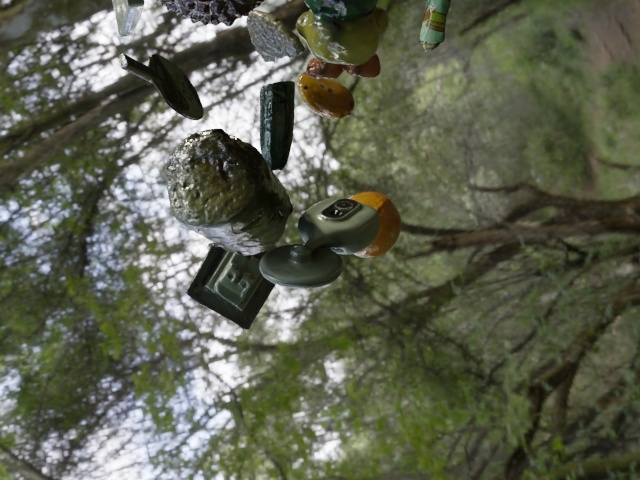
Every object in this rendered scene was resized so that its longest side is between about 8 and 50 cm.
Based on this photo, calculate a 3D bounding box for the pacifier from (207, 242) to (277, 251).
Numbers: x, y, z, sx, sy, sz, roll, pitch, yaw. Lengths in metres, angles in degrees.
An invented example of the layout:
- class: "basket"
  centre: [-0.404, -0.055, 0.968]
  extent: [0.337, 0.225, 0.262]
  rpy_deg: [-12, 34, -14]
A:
- class: "pacifier"
  centre: [-0.208, 0.099, 2.409]
  extent: [0.238, 0.226, 0.287]
  rpy_deg: [31, -166, 16]

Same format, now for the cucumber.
- class: "cucumber"
  centre: [-0.128, -0.308, 2.333]
  extent: [0.063, 0.115, 0.244]
  rpy_deg: [-5, -86, -49]

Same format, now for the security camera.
- class: "security camera"
  centre: [0.000, 0.000, 1.643]
  extent: [0.301, 0.157, 0.080]
  rpy_deg: [-39, -42, -50]

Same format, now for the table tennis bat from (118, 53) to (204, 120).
- class: "table tennis bat"
  centre: [-0.367, -0.371, 1.991]
  extent: [0.301, 0.022, 0.173]
  rpy_deg: [20, -136, -63]

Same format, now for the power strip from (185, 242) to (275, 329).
- class: "power strip"
  centre: [-0.210, 0.096, 2.179]
  extent: [0.198, 0.064, 0.213]
  rpy_deg: [31, -102, -12]

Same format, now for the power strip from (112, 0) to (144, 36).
- class: "power strip"
  centre: [-0.475, -0.585, 2.098]
  extent: [0.367, 0.043, 0.106]
  rpy_deg: [-176, 75, -73]

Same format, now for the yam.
- class: "yam"
  centre: [-0.174, -0.085, 1.618]
  extent: [0.300, 0.195, 0.195]
  rpy_deg: [52, -156, -75]

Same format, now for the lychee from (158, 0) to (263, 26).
- class: "lychee"
  centre: [-0.206, -0.561, 1.606]
  extent: [0.330, 0.306, 0.306]
  rpy_deg: [146, 112, -66]

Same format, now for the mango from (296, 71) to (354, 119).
- class: "mango"
  centre: [0.013, -0.407, 2.424]
  extent: [0.178, 0.090, 0.115]
  rpy_deg: [24, -126, -19]

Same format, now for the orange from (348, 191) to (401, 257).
- class: "orange"
  centre: [0.126, -0.043, 2.260]
  extent: [0.155, 0.177, 0.178]
  rpy_deg: [64, -161, -54]

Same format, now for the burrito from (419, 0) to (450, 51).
- class: "burrito"
  centre: [0.239, -0.509, 1.637]
  extent: [0.104, 0.054, 0.288]
  rpy_deg: [-56, -25, -64]

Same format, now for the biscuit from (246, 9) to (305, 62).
- class: "biscuit"
  centre: [-0.123, -0.499, 2.067]
  extent: [0.141, 0.038, 0.290]
  rpy_deg: [48, 170, -20]

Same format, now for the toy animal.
- class: "toy animal"
  centre: [0.051, -0.511, 1.958]
  extent: [0.191, 0.215, 0.338]
  rpy_deg: [-94, 1, -46]
